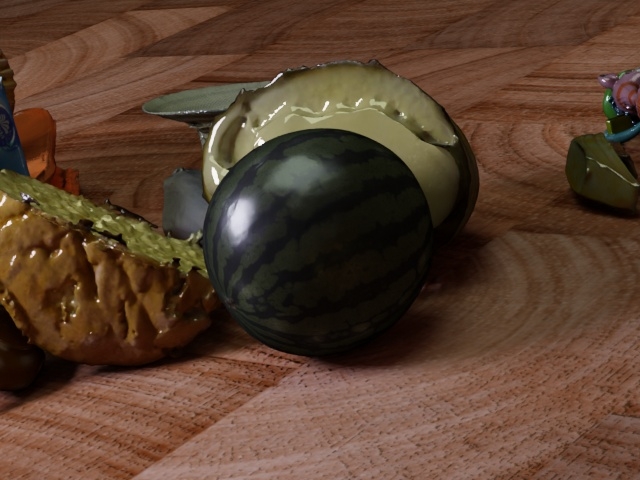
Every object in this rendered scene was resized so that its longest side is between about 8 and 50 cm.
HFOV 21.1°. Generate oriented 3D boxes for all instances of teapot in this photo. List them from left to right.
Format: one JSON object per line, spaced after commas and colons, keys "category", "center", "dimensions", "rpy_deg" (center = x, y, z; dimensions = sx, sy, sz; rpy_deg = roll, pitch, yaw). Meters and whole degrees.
{"category": "teapot", "center": [-0.321, 0.115, 1.673], "dimensions": [0.098, 0.078, 0.129], "rpy_deg": [29, 17, -11]}

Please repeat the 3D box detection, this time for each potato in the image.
{"category": "potato", "center": [0.041, -0.075, 1.773], "dimensions": [0.285, 0.242, 0.242], "rpy_deg": [-9, 18, 24]}

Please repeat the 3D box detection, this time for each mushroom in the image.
{"category": "mushroom", "center": [-0.113, -0.016, 1.879], "dimensions": [0.096, 0.099, 0.278], "rpy_deg": [-23, 23, -12]}

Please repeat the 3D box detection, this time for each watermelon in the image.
{"category": "watermelon", "center": [0.000, 0.000, 1.567], "dimensions": [0.212, 0.212, 0.212], "rpy_deg": [-12, 18, 4]}

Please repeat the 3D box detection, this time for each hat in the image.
{"category": "hat", "center": [-0.098, -0.135, 2.189], "dimensions": [0.252, 0.110, 0.252], "rpy_deg": [-7, 12, 1]}

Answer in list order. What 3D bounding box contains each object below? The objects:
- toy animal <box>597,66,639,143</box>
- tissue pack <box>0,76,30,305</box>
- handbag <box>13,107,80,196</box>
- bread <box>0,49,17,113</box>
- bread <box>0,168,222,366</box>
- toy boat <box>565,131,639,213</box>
{"category": "toy animal", "center": [0.376, -0.143, 1.947], "dimensions": [0.103, 0.100, 0.208], "rpy_deg": [-54, 26, 1]}
{"category": "tissue pack", "center": [-0.407, -0.031, 1.850], "dimensions": [0.198, 0.263, 0.146], "rpy_deg": [3, 24, 41]}
{"category": "handbag", "center": [-0.459, -0.040, 2.167], "dimensions": [0.303, 0.116, 0.410], "rpy_deg": [-18, 18, -3]}
{"category": "bread", "center": [-0.517, -0.162, 2.117], "dimensions": [0.288, 0.204, 0.156], "rpy_deg": [-9, 2, 15]}
{"category": "bread", "center": [-0.229, 0.037, 1.688], "dimensions": [0.261, 0.147, 0.160], "rpy_deg": [21, 9, -6]}
{"category": "toy boat", "center": [0.300, -0.073, 1.810], "dimensions": [0.066, 0.065, 0.172], "rpy_deg": [5, 20, -6]}
